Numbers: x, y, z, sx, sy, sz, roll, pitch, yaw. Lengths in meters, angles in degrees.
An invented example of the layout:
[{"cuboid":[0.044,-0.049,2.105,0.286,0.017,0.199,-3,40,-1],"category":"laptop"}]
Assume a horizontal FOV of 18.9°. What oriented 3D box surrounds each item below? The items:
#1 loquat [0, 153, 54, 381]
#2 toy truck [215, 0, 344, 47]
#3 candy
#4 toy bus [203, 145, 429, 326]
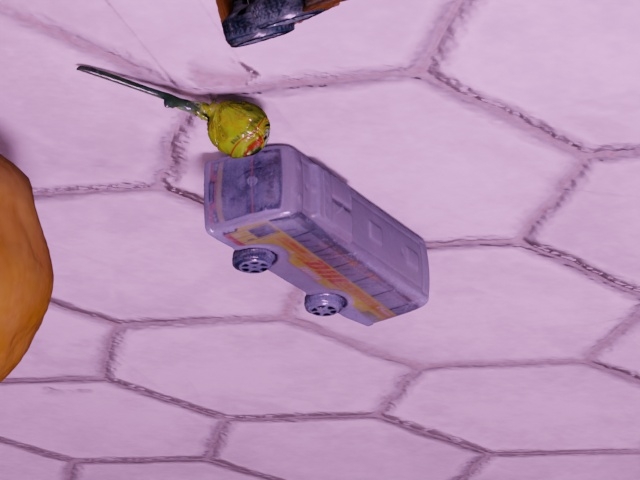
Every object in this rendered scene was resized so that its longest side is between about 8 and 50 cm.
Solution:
[{"cuboid":[-0.281,0.018,1.199,0.238,0.193,0.238,-10,171,-2],"category":"loquat"},{"cuboid":[0.024,-0.140,0.811,0.115,0.080,0.178,-16,-177,-25],"category":"toy truck"},{"cuboid":[-0.086,-0.081,1.144,0.123,0.035,0.035,22,110,-15],"category":"candy"},{"cuboid":[0.000,0.000,1.275,0.075,0.064,0.190,-15,151,28],"category":"toy bus"}]
